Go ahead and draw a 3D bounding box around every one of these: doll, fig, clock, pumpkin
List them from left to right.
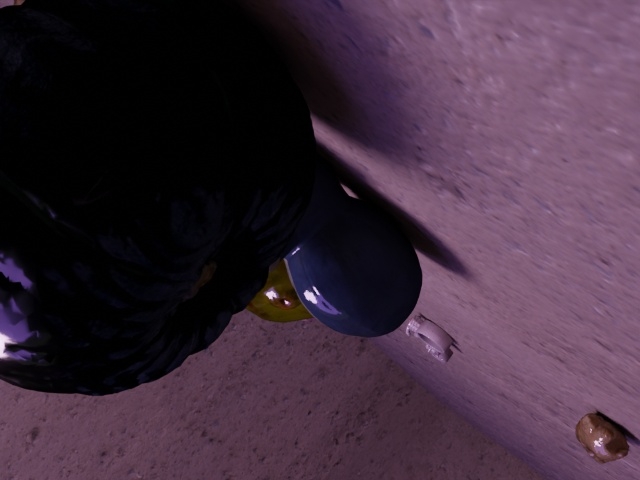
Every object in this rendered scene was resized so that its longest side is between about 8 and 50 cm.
[{"bbox_3d":[-0.172,-0.042,0.847,0.266,0.363,0.363,39,175,22],"label":"pumpkin"},{"bbox_3d":[-0.046,-0.004,1.378,0.203,0.203,0.225,43,-147,-32],"label":"fig"},{"bbox_3d":[0.000,0.000,1.149,0.258,0.154,0.228,47,-154,-10],"label":"doll"},{"bbox_3d":[0.201,0.178,1.819,0.087,0.041,0.129,32,167,26],"label":"clock"}]

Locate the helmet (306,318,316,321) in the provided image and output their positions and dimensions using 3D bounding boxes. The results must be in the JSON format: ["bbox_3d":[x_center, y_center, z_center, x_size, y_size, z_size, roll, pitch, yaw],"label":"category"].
[{"bbox_3d":[-0.064,0.049,1.561,0.253,0.154,0.198,-5,138,20],"label":"helmet"}]

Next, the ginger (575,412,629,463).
[{"bbox_3d":[0.373,0.264,1.350,0.069,0.051,0.173,44,-179,16],"label":"ginger"}]

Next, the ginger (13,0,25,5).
[{"bbox_3d":[-0.344,-0.310,1.287,0.104,0.080,0.204,-2,154,28],"label":"ginger"}]
